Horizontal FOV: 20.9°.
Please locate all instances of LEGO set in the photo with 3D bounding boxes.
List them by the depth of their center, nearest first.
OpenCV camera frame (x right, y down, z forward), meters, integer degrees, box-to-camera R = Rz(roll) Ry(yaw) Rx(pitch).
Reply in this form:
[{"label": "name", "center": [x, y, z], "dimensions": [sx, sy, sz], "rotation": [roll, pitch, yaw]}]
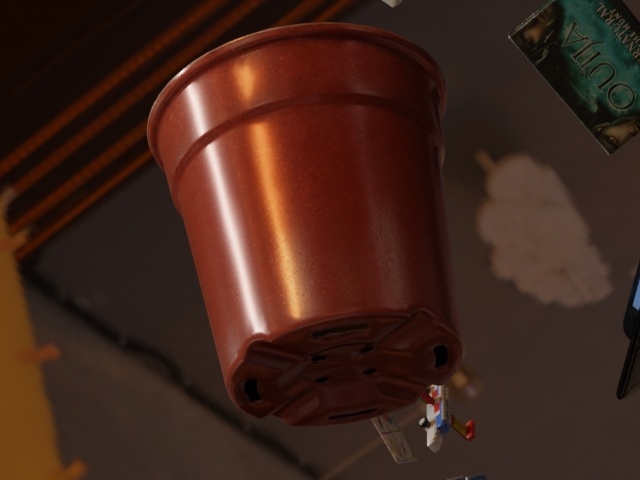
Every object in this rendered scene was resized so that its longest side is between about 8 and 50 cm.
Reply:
[{"label": "LEGO set", "center": [0.135, 0.219, 1.925], "dimensions": [0.182, 0.060, 0.244], "rotation": [3, -128, -60]}]

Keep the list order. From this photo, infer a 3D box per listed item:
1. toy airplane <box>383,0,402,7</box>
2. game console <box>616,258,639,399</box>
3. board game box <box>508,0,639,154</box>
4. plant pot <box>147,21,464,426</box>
[{"label": "toy airplane", "center": [0.118, -0.305, 1.108], "dimensions": [0.386, 0.384, 0.272], "rotation": [13, -128, -85]}, {"label": "game console", "center": [0.232, 0.037, 1.241], "dimensions": [0.071, 0.122, 0.107], "rotation": [1, -154, -21]}, {"label": "board game box", "center": [0.322, -0.205, 1.990], "dimensions": [0.186, 0.126, 0.026], "rotation": [48, -162, -11]}, {"label": "plant pot", "center": [0.000, 0.000, 1.489], "dimensions": [0.272, 0.272, 0.265], "rotation": [38, -145, -51]}]
